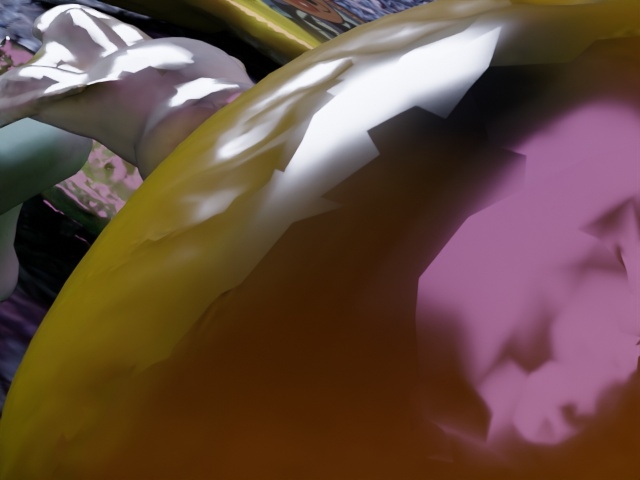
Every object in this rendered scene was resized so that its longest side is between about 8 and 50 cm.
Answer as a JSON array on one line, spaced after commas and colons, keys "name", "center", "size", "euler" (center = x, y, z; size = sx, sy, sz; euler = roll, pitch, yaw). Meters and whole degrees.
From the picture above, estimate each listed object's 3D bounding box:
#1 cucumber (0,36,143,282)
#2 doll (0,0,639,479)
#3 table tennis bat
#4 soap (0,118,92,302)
[{"name": "cucumber", "center": [-0.060, 0.008, 0.796], "size": [0.211, 0.062, 0.078], "euler": [33, 47, -11]}, {"name": "doll", "center": [0.077, -0.014, 0.558], "size": [0.423, 0.161, 0.348], "euler": [-10, 33, -11]}, {"name": "table tennis bat", "center": [-0.048, -0.150, 1.244], "size": [0.224, 0.054, 0.369], "euler": [41, 17, 33]}, {"name": "soap", "center": [-0.192, -0.018, 0.598], "size": [0.160, 0.087, 0.265], "euler": [31, 17, 4]}]
